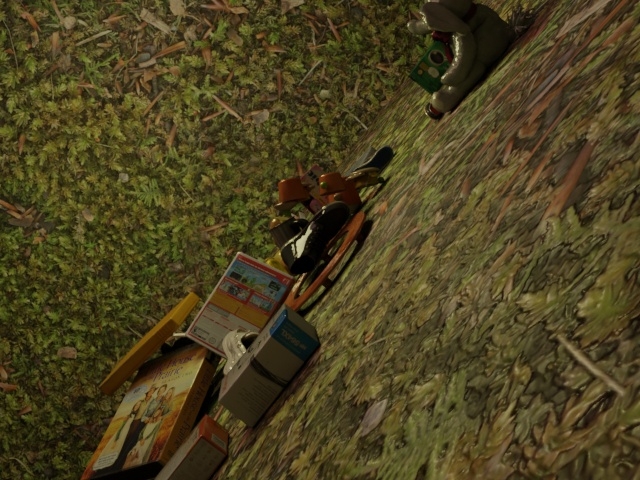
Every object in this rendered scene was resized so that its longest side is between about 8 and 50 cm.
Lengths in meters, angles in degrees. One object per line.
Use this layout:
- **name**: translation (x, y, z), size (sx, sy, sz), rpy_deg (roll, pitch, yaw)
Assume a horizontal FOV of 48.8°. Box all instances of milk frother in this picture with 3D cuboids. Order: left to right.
- **milk frother**: translation (-0.048, -0.006, 1.959), size (0.129, 0.135, 0.143), rpy_deg (-27, 3, 24)

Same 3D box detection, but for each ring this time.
- **ring**: translation (0.011, 0.068, 1.741), size (0.337, 0.032, 0.336), rpy_deg (-51, 7, 9)

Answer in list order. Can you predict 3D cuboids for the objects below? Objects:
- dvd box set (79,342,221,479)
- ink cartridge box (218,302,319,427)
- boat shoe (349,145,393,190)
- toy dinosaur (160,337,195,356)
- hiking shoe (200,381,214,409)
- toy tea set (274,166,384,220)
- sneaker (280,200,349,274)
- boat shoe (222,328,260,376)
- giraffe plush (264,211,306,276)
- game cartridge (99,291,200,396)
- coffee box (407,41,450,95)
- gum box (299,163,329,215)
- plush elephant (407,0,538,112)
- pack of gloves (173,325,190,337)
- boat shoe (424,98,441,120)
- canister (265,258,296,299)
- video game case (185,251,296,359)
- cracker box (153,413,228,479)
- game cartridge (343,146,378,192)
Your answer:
- **dvd box set**: translation (-0.447, 0.466, 1.917), size (0.307, 0.062, 0.420), rpy_deg (-22, 29, 29)
- **ink cartridge box**: translation (-0.099, 0.233, 1.340), size (0.203, 0.086, 0.148), rpy_deg (-51, 7, 0)
- **boat shoe**: translation (0.159, -0.223, 2.207), size (0.183, 0.066, 0.066), rpy_deg (-40, 4, 14)
- **toy dinosaur**: translation (-0.384, 0.318, 2.219), size (0.313, 0.121, 0.160), rpy_deg (-27, 17, -28)
- **hiking shoe**: translation (-0.372, 0.438, 2.110), size (0.132, 0.113, 0.304), rpy_deg (-45, 16, -5)
- **toy tea set**: translation (0.012, -0.111, 1.953), size (0.335, 0.124, 0.200), rpy_deg (-11, -4, -28)
- **sneaker**: translation (0.000, 0.000, 1.797), size (0.222, 0.083, 0.118), rpy_deg (-44, 26, 6)
- **boat shoe**: translation (-0.167, 0.260, 1.656), size (0.096, 0.098, 0.277), rpy_deg (-51, 16, 6)
- **giraffe plush**: translation (-0.086, 0.031, 2.119), size (0.210, 0.181, 0.171), rpy_deg (-74, 7, -66)
- **game cartridge**: translation (-0.514, 0.309, 2.172), size (0.323, 0.053, 0.285), rpy_deg (-42, 7, 13)
- **coffee box**: translation (0.391, -0.586, 2.344), size (0.184, 0.113, 0.040), rpy_deg (-53, 3, 2)
- **gum box**: translation (0.011, -0.127, 2.140), size (0.107, 0.188, 0.062), rpy_deg (-47, 2, -40)
- **plush elephant**: translation (0.337, -0.532, 1.760), size (0.272, 0.255, 0.330), rpy_deg (-56, 8, -35)
- **pack of gloves**: translation (-0.304, 0.250, 2.081), size (0.195, 0.231, 0.046), rpy_deg (171, 98, -87)
- **boat shoe**: translation (0.322, -0.371, 1.925), size (0.043, 0.049, 0.137), rpy_deg (-44, 5, 39)
- **canister**: translation (-0.161, 0.152, 2.051), size (0.170, 0.126, 0.073), rpy_deg (-47, -22, 16)
- **video game case**: translation (-0.222, 0.187, 1.962), size (0.285, 0.204, 0.025), rpy_deg (-58, -28, -16)
- **cracker box**: translation (-0.273, 0.464, 1.365), size (0.232, 0.067, 0.156), rpy_deg (-51, 6, -3)
- **game cartridge**: translation (0.107, -0.195, 2.432), size (0.198, 0.062, 0.297), rpy_deg (-39, 13, 45)
